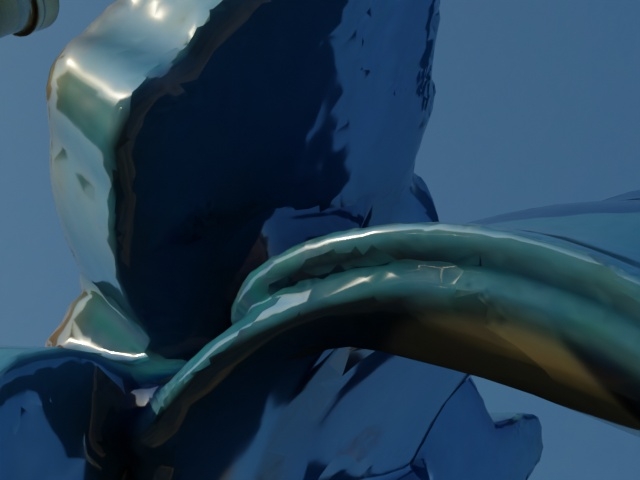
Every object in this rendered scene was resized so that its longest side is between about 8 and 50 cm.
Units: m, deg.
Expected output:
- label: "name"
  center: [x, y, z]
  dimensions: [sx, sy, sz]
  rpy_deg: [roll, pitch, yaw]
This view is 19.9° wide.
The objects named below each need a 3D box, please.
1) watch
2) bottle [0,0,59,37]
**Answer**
- label: "watch"
  center: [0.057, 0.070, 0.415]
  dimensions: [0.274, 0.241, 0.305]
  rpy_deg: [17, -71, 37]
- label: "bottle"
  center: [-0.257, -0.123, 1.080]
  dimensions: [0.083, 0.269, 0.083]
  rpy_deg: [13, -66, 32]
